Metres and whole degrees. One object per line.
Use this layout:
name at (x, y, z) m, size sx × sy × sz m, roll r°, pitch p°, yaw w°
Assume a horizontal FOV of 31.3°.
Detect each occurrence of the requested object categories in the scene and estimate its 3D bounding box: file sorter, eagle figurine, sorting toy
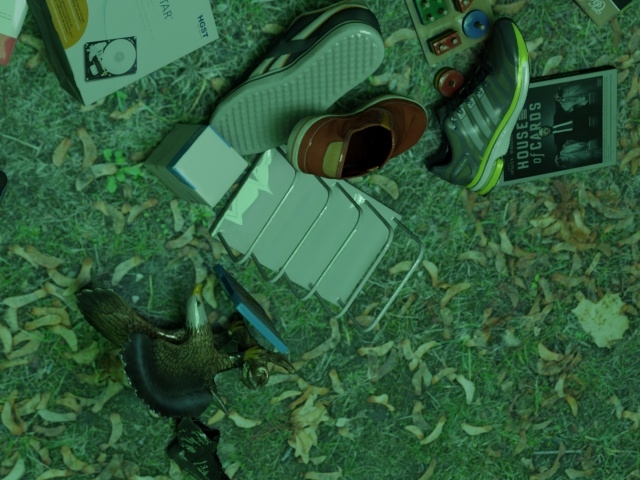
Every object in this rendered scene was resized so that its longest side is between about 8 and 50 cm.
file sorter at (0.000, 0.000, 1.846) m, size 0.277 × 0.173 × 0.193 m, roll 30°, pitch 100°, yaw -26°
eagle figurine at (-0.230, 0.174, 1.822) m, size 0.298 × 0.226 × 0.225 m, roll -4°, pitch 76°, yaw -34°
sorting toy at (0.214, -0.374, 1.840) m, size 0.132 × 0.046 × 0.275 m, roll -27°, pitch 116°, yaw -7°

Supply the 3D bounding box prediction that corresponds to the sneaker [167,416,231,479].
sneaker at (-0.199, 0.369, 1.992) m, size 0.170 × 0.051 × 0.089 m, roll 39°, pitch 100°, yaw -24°

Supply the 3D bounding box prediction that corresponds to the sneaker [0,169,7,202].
sneaker at (-0.607, -0.140, 1.640) m, size 0.341 × 0.125 × 0.140 m, roll 47°, pitch 64°, yaw -24°

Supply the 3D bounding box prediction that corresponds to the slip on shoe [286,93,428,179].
slip on shoe at (0.080, -0.154, 1.782) m, size 0.331 × 0.101 × 0.123 m, roll -19°, pitch 128°, yaw -53°

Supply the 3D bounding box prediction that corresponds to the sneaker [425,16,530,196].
sneaker at (0.257, -0.217, 1.859) m, size 0.121 × 0.111 × 0.300 m, roll 8°, pitch 111°, yaw -11°

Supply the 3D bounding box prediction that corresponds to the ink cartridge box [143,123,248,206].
ink cartridge box at (-0.197, -0.119, 1.758) m, size 0.092 × 0.143 × 0.090 m, roll 45°, pitch 75°, yaw -27°

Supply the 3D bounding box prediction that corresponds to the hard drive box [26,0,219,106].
hard drive box at (-0.281, -0.329, 1.619) m, size 0.232 × 0.089 × 0.181 m, roll -33°, pitch 133°, yaw -21°

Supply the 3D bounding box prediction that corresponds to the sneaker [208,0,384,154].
sneaker at (-0.037, -0.254, 1.771) m, size 0.321 × 0.127 × 0.126 m, roll -30°, pitch 128°, yaw 23°

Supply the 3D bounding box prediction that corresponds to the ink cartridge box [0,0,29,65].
ink cartridge box at (-0.478, -0.377, 1.583) m, size 0.158 × 0.092 × 0.218 m, roll 17°, pitch 106°, yaw -24°

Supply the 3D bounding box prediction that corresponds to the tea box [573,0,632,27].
tea box at (0.418, -0.564, 1.698) m, size 0.323 × 0.220 × 0.329 m, roll -40°, pitch 118°, yaw 16°

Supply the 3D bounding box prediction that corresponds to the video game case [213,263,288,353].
video game case at (-0.115, 0.109, 1.853) m, size 0.015 × 0.166 × 0.119 m, roll -42°, pitch 117°, yaw 1°

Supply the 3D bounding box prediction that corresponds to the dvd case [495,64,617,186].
dvd case at (0.404, -0.198, 1.982) m, size 0.238 × 0.029 × 0.179 m, roll -11°, pitch 113°, yaw -14°
